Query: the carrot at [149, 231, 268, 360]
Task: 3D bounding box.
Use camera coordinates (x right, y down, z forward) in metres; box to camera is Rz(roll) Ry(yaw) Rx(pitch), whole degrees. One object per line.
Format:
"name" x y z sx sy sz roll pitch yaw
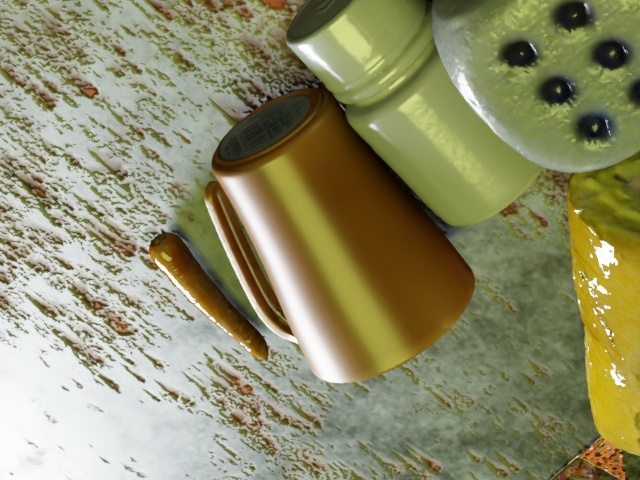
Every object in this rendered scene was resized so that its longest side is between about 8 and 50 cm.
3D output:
"carrot" -0.112 0.061 1.823 0.037 0.037 0.190 -25 124 24

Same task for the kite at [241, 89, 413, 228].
"kite" -0.008 -0.047 1.740 0.198 0.006 0.244 7 128 2

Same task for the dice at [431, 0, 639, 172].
"dice" 0.218 -0.188 1.484 0.194 0.192 0.193 -32 116 29

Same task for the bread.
"bread" 0.349 0.061 1.635 0.236 0.165 0.375 5 146 19

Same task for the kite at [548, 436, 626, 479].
"kite" 0.286 0.282 1.950 0.125 0.008 0.222 -7 126 13

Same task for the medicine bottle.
"medicine bottle" 0.087 -0.135 1.578 0.139 0.139 0.237 -35 113 29

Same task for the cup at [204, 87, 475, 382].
"cup" 0.000 0.000 1.679 0.226 0.182 0.264 -14 119 38
